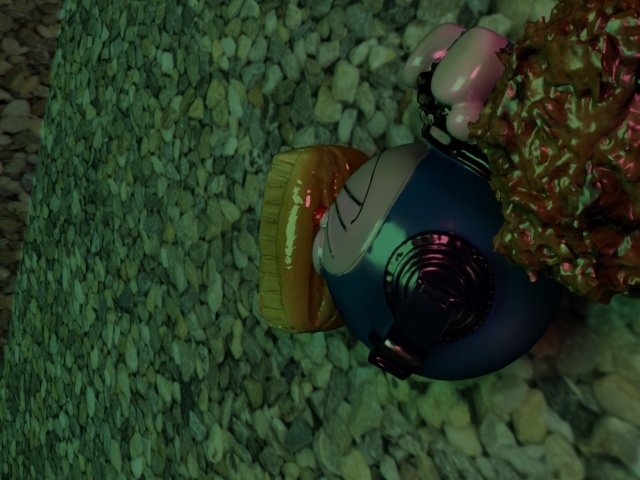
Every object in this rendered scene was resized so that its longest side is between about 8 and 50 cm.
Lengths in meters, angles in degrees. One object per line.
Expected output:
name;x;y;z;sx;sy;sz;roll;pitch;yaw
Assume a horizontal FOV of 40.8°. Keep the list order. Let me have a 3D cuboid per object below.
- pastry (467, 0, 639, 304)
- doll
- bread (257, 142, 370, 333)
pastry;0.231;-0.081;0.611;0.193;0.275;0.275;56;132;49
doll;0.125;-0.020;0.793;0.310;0.240;0.284;-61;-2;12
bread;0.000;0.000;1.055;0.106;0.140;0.236;13;101;53
